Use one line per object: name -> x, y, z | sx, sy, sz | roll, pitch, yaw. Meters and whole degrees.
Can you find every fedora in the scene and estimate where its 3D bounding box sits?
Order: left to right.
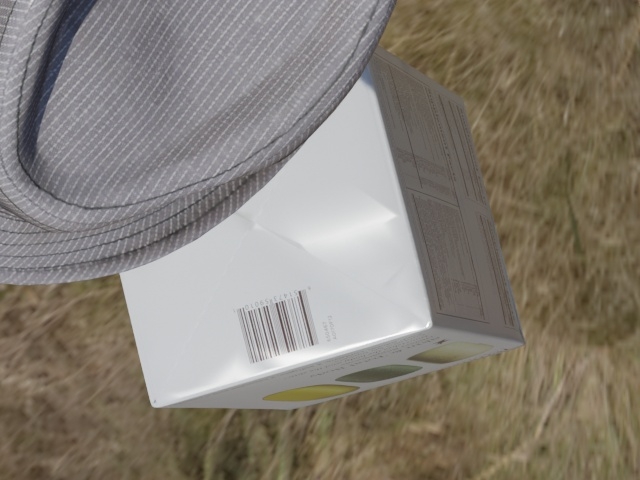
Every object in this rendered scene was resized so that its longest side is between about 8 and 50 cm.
fedora -> -0.070, -0.091, 0.733 | 0.275, 0.124, 0.243 | -43, 121, -6

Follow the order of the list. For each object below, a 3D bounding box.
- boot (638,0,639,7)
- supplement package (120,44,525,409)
boot -> 0.240, -0.075, 0.802 | 0.219, 0.106, 0.082 | 25, 72, -24
supplement package -> 0.000, 0.000, 1.351 | 0.199, 0.263, 0.198 | -17, 80, 17
